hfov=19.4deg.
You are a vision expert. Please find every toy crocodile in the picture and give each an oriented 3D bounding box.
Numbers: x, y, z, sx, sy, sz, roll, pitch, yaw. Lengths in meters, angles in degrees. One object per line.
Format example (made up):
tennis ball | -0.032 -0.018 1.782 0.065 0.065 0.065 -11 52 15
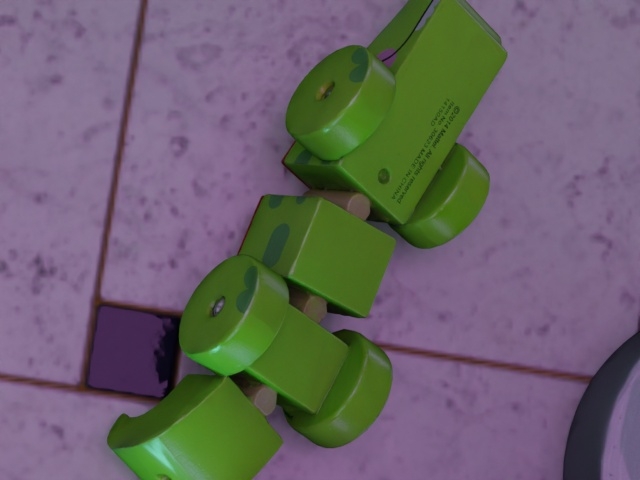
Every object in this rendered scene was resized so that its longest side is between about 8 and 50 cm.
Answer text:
toy crocodile | 0.000 0.000 1.065 0.115 0.105 0.340 36 75 -32

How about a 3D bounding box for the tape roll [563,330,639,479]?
tape roll | 0.258 0.142 1.101 0.219 0.072 0.219 1 82 -9
